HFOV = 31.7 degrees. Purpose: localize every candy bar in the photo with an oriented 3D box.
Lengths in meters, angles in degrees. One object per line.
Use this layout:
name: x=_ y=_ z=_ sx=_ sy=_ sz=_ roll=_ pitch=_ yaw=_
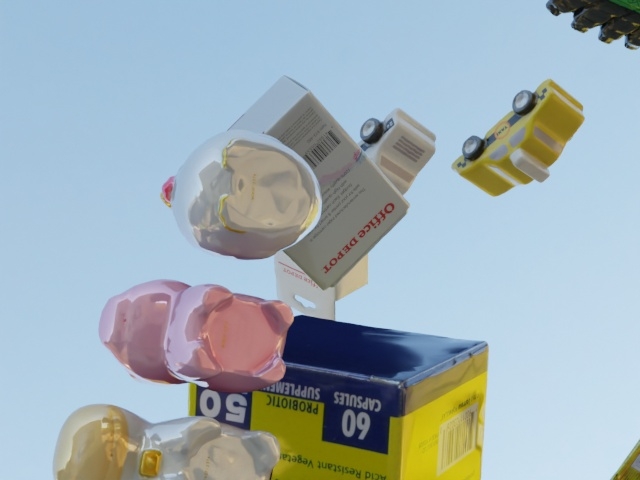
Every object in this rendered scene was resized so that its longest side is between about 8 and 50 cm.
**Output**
candy bar: x=0.332 y=0.253 z=1.204 sx=0.040 sy=0.018 sz=0.161 roll=30 pitch=-56 yaw=10

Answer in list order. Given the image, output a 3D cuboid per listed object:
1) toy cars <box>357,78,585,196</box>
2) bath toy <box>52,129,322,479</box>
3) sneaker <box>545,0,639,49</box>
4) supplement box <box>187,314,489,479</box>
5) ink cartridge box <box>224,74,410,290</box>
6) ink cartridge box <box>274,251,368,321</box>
toy cars: x=0.174 y=-0.101 z=1.521 sx=0.393 sy=0.087 sz=0.176 roll=-12 pitch=-46 yaw=-3
bath toy: x=-0.098 y=0.088 z=0.810 sx=0.151 sy=0.348 sz=0.129 roll=18 pitch=-17 yaw=-21
sneaker: x=0.299 y=-0.157 z=0.674 sx=0.343 sy=0.134 sz=0.146 roll=18 pitch=-30 yaw=-5
supplement box: x=0.013 y=0.260 z=0.957 sx=0.195 sy=0.194 sz=0.357 roll=-10 pitch=-76 yaw=-61
ink cartridge box: x=-0.015 y=-0.055 z=1.123 sx=0.127 sy=0.072 sz=0.175 roll=-45 pitch=-59 yaw=-1
ink cartridge box: x=0.000 y=0.000 z=1.335 sx=0.061 sy=0.104 sz=0.181 roll=-26 pitch=-53 yaw=-40
